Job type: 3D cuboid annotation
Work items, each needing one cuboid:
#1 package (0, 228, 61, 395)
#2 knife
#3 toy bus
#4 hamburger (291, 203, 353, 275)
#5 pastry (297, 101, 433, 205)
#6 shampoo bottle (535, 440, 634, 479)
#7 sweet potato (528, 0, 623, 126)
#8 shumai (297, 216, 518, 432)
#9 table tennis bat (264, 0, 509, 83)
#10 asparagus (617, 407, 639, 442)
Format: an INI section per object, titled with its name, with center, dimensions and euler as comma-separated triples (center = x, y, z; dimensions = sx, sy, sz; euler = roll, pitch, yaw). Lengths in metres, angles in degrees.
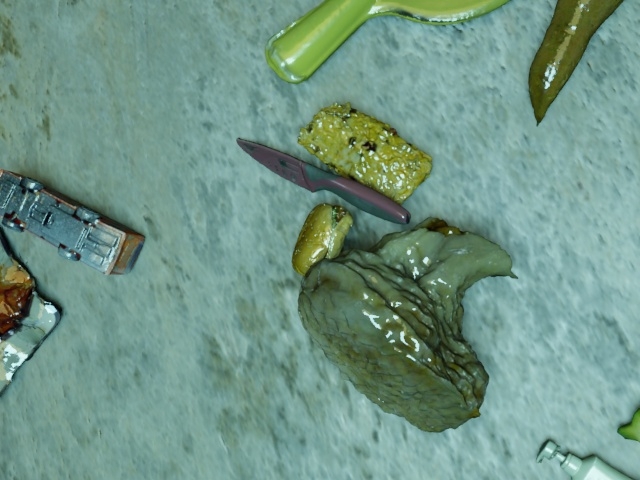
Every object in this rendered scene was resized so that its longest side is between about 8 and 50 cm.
[package]
center = -0.437, 0.076, 0.815
dimensions = 0.166, 0.040, 0.232
euler = -46, 73, 8
[knife]
center = -0.005, -0.067, 0.688
dimensions = 0.247, 0.036, 0.018
euler = 28, 53, 33
[toy bus]
center = -0.307, -0.021, 0.766
dimensions = 0.192, 0.077, 0.065
euler = 26, 90, 16
[hamburger]
center = 0.000, 0.000, 0.677
dimensions = 0.044, 0.076, 0.083
euler = 20, 85, -12
[pastry]
center = 0.047, -0.094, 0.681
dimensions = 0.140, 0.056, 0.080
euler = 40, 103, 10
[shampoo bottle]
center = 0.269, 0.231, 0.589
dimensions = 0.141, 0.034, 0.049
euler = 32, 101, 18
[sweet potato]
center = 0.271, -0.244, 0.628
dimensions = 0.067, 0.067, 0.274
euler = 31, 99, 17
[shumai]
center = 0.094, 0.067, 0.617
dimensions = 0.175, 0.166, 0.206
euler = -44, 96, -25
[table tennis bat]
center = 0.092, -0.301, 0.695
dimensions = 0.368, 0.054, 0.224
euler = -40, 76, 4
[asparagus]
center = 0.431, 0.135, 0.529
dimensions = 0.342, 0.085, 0.082
euler = -14, 104, 12
